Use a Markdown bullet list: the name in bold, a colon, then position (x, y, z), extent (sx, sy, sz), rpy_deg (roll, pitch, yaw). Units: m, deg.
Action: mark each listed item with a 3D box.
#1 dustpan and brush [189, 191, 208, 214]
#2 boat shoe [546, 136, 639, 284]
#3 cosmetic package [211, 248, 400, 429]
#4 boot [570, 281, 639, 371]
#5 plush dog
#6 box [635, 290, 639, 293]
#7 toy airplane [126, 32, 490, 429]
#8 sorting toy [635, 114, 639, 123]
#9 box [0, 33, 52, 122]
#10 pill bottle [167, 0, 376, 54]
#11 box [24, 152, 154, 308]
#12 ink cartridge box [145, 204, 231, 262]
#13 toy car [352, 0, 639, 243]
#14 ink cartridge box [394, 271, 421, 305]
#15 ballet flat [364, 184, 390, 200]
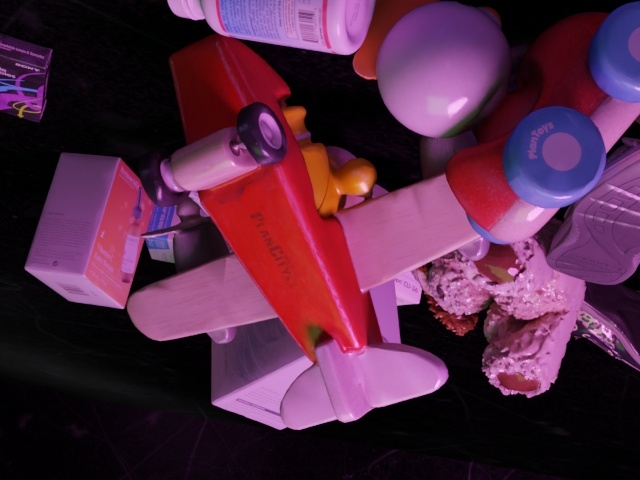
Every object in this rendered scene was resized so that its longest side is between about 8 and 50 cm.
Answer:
- **dustpan and brush**: position (-0.152, -0.060, 1.429), extent (0.147, 0.060, 0.211), rpy_deg (4, 160, 21)
- **boat shoe**: position (0.311, -0.044, 1.106), extent (0.118, 0.103, 0.320), rpy_deg (17, 161, 3)
- **cosmetic package**: position (-0.024, 0.096, 1.462), extent (0.224, 0.224, 0.138), rpy_deg (-29, 139, 33)
- **boot**: position (0.366, 0.119, 1.531), extent (0.236, 0.085, 0.178), rpy_deg (39, 150, -13)
- **plush dog**: position (0.206, 0.028, 1.361), extent (0.225, 0.210, 0.262), rpy_deg (15, 137, 37)
- **box**: position (0.415, 0.107, 1.602), extent (0.179, 0.043, 0.105), rpy_deg (-1, 157, 37)
- **toy airplane**: position (0.000, 0.000, 1.166), extent (0.386, 0.272, 0.384), rpy_deg (21, 122, 6)
- **sorting toy**: position (0.400, -0.127, 0.965), extent (0.208, 0.038, 0.193), rpy_deg (17, 161, -2)
- **box**: position (-0.364, -0.188, 1.244), extent (0.116, 0.029, 0.162), rpy_deg (16, 159, -11)
- **pill bottle**: position (-0.041, -0.205, 0.906), extent (0.160, 0.087, 0.087), rpy_deg (12, 162, 18)
- **box**: position (-0.304, -0.013, 1.486), extent (0.091, 0.170, 0.130), rpy_deg (6, 160, 19)
- **ink cartridge box**: position (-0.155, 0.000, 1.600), extent (0.181, 0.062, 0.104), rpy_deg (10, 161, 3)
- **toy car**: position (0.141, -0.141, 0.924), extent (0.238, 0.210, 0.219), rpy_deg (40, 173, 4)
- **ink cartridge box**: position (0.068, 0.047, 1.594), extent (0.115, 0.067, 0.198), rpy_deg (27, 155, -36)
- **ballet flat**: position (0.025, -0.045, 1.328), extent (0.248, 0.086, 0.086), rpy_deg (25, 172, 37)
